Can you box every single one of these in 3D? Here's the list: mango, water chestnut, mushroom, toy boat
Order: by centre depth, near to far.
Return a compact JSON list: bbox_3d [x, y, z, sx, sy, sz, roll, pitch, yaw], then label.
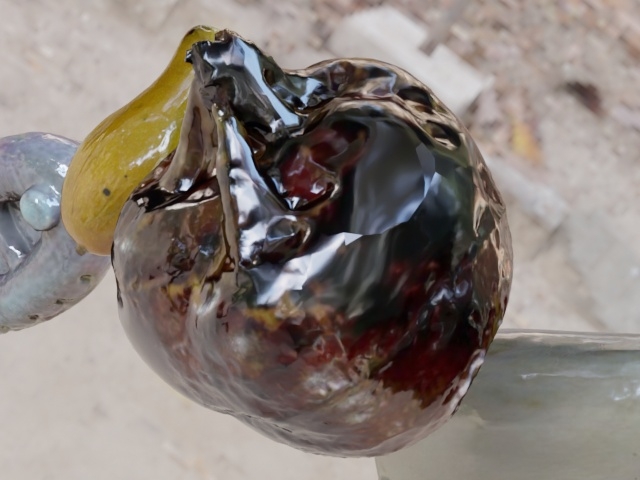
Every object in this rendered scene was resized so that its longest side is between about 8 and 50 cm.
[{"bbox_3d":[0.000,0.000,1.296,0.289,0.244,0.289,6,50,-7],"label":"water chestnut"},{"bbox_3d":[-0.117,-0.065,1.428,0.098,0.190,0.075,40,0,21],"label":"mango"},{"bbox_3d":[0.192,0.137,1.538,0.154,0.407,0.137,-37,116,-49],"label":"mushroom"},{"bbox_3d":[-0.260,-0.004,1.622,0.085,0.227,0.155,-18,85,-57],"label":"toy boat"}]
